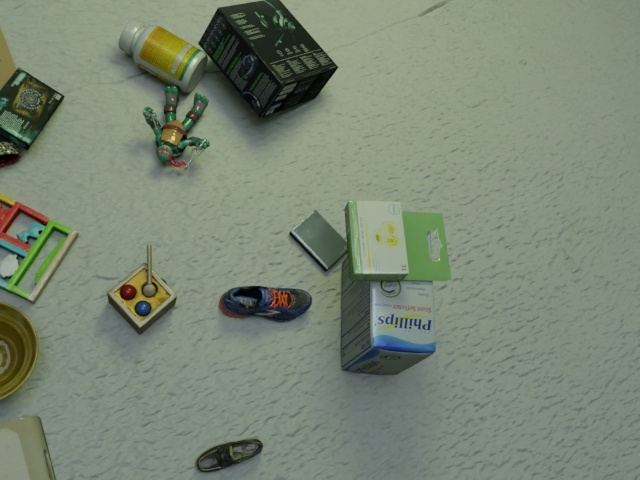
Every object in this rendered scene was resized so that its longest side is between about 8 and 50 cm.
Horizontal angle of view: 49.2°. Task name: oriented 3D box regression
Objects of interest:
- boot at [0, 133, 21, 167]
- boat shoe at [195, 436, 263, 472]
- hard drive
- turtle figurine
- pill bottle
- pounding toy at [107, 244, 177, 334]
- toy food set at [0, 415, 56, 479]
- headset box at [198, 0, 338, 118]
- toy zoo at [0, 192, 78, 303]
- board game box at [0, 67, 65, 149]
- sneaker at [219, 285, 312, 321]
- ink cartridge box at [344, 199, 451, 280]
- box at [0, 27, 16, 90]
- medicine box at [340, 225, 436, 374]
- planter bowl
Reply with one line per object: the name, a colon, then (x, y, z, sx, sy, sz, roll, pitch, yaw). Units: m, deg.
boot: (-0.829, -0.246, 1.618, 0.236, 0.085, 0.179, -18, 75, -31)
boat shoe: (-0.199, 0.466, 1.534, 0.152, 0.049, 0.056, -17, 75, -19)
hard drive: (0.000, 0.000, 1.779, 0.135, 0.022, 0.094, 46, 66, 5)
turtle figurine: (-0.364, -0.275, 1.740, 0.175, 0.118, 0.234, 25, 52, -20)
pill bottle: (-0.408, -0.481, 1.806, 0.208, 0.117, 0.118, 29, 65, -1)
pounding toy: (-0.400, 0.111, 1.590, 0.130, 0.100, 0.141, 45, 66, 5)
toy food set: (-0.689, 0.498, 1.387, 0.306, 0.092, 0.220, -12, 72, -27)
headset box: (-0.140, -0.489, 1.824, 0.283, 0.131, 0.246, 50, 42, 6)
toy zoo: (-0.732, -0.004, 1.587, 0.293, 0.030, 0.192, 27, 65, -3)
board game box: (-0.711, -0.317, 1.672, 0.126, 0.026, 0.186, 33, 48, -20)
sneaker: (-0.125, 0.146, 1.655, 0.221, 0.087, 0.083, -2, 71, -15)
ink cartridge box: (0.173, 0.002, 1.516, 0.234, 0.056, 0.171, 1, 68, -11)
box: (-0.849, -0.436, 1.728, 0.164, 0.021, 0.201, -20, 76, -20)
medicine box: (0.149, 0.145, 1.629, 0.149, 0.263, 0.290, 5, 69, -12)
planter bowl: (-0.702, 0.241, 1.469, 0.217, 0.090, 0.217, 5, 68, -13)
